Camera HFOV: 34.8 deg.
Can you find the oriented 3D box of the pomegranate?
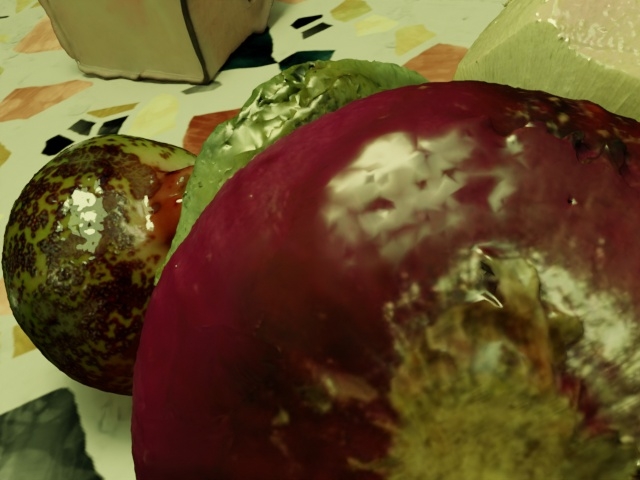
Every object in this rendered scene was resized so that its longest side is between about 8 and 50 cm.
[{"bbox_3d":[-0.126,0.006,0.796,0.247,0.214,0.214,-27,27,37],"label":"pomegranate"}]

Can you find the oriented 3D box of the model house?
[{"bbox_3d":[-0.192,-0.345,1.286,0.236,0.202,0.237,9,45,32],"label":"model house"}]

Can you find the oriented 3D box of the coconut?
[{"bbox_3d":[0.212,-0.102,0.795,0.227,0.227,0.230,16,41,37],"label":"coconut"}]

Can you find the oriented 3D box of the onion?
[{"bbox_3d":[0.079,0.078,0.591,0.347,0.348,0.385,-14,3,6],"label":"onion"}]

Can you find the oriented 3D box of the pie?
[{"bbox_3d":[0.000,0.000,0.720,0.277,0.277,0.078,-31,51,-17],"label":"pie"}]
